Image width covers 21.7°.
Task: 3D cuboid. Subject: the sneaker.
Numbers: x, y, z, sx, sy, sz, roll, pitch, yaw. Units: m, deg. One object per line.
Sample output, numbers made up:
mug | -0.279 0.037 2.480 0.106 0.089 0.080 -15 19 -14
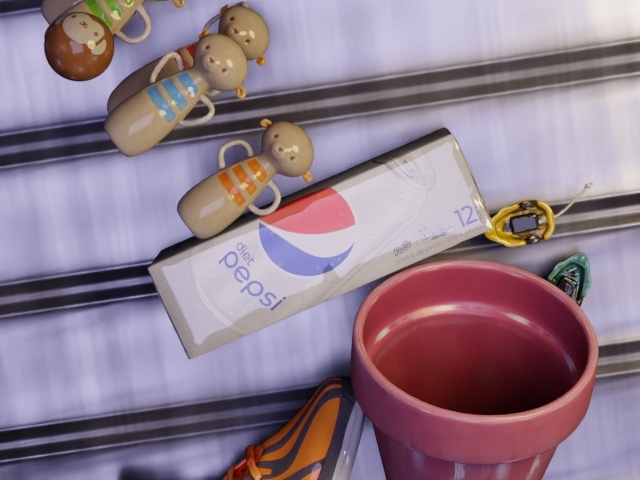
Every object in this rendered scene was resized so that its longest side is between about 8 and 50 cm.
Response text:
sneaker | -0.094 0.237 1.466 0.180 0.124 0.321 28 98 -4

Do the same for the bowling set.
bowling set | -0.121 -0.152 1.345 0.154 0.200 0.287 -36 81 3

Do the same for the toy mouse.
toy mouse | 0.181 0.037 1.480 0.161 0.031 0.143 -16 98 3

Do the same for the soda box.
soda box | 0.000 0.000 1.444 0.286 0.098 0.091 -23 97 4

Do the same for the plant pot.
plant pot | 0.125 0.145 1.412 0.201 0.201 0.180 1 129 0
